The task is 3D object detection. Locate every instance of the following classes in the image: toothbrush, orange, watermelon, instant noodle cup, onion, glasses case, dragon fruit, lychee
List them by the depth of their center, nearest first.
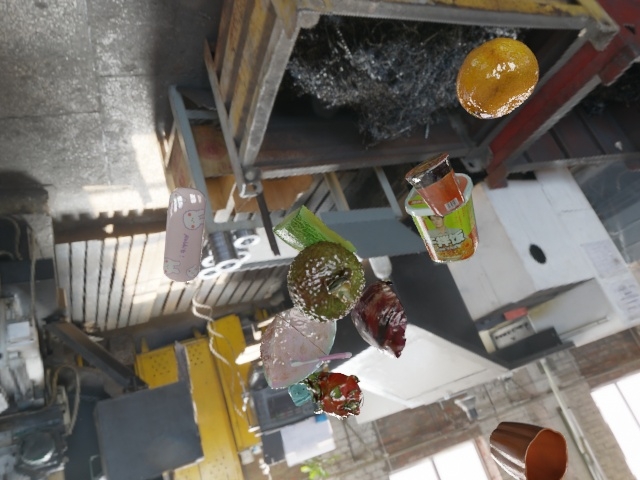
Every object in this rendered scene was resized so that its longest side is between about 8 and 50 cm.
[{"bbox_3d":[0.392,-0.361,1.071,0.177,0.155,0.177,-12,161,-4],"label":"orange"},{"bbox_3d":[0.308,-0.141,1.248,0.127,0.136,0.127,-32,-167,8],"label":"instant noodle cup"},{"bbox_3d":[-0.418,-0.016,1.472,0.113,0.297,0.075,5,-167,-15],"label":"glasses case"},{"bbox_3d":[0.015,0.132,1.558,0.320,0.270,0.270,-13,167,42],"label":"lychee"},{"bbox_3d":[0.004,0.429,1.735,0.286,0.025,0.020,3,106,-40],"label":"toothbrush"},{"bbox_3d":[0.039,0.591,1.855,0.269,0.198,0.200,20,176,0],"label":"dragon fruit"},{"bbox_3d":[-0.105,0.398,1.938,0.292,0.319,0.222,-5,180,-26],"label":"watermelon"},{"bbox_3d":[0.231,0.336,1.938,0.146,0.280,0.314,-3,122,-24],"label":"onion"},{"bbox_3d":[0.537,-0.082,2.031,0.293,0.294,0.308,-22,119,6],"label":"instant noodle cup"}]

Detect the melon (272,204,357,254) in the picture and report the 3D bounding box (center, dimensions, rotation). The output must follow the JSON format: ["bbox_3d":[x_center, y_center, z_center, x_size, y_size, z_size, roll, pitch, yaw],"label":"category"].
[{"bbox_3d":[0.000,0.000,1.750,0.323,0.124,0.196,32,151,-23],"label":"melon"}]

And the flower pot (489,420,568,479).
[{"bbox_3d":[0.627,0.643,1.466,0.190,0.191,0.173,-10,-177,-24],"label":"flower pot"}]

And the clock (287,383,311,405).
[{"bbox_3d":[-0.102,0.687,2.218,0.108,0.147,0.045,-33,-164,-3],"label":"clock"}]
